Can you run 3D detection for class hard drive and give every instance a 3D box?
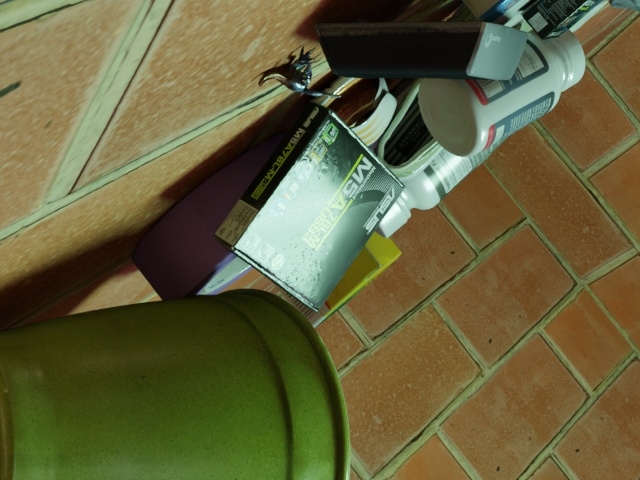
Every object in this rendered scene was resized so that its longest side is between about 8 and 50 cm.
[{"bbox_3d":[0.107,-0.184,0.990,0.172,0.054,0.255,4,-171,18],"label":"hard drive"}]

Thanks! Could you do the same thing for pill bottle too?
[{"bbox_3d":[0.212,-0.179,1.173,0.180,0.108,0.108,-29,172,-23],"label":"pill bottle"},{"bbox_3d":[0.148,-0.146,1.408,0.283,0.161,0.161,-43,175,-3],"label":"pill bottle"}]

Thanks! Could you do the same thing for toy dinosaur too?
[{"bbox_3d":[-0.024,-0.162,0.991,0.090,0.047,0.082,-3,175,-13],"label":"toy dinosaur"}]

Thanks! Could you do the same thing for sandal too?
[{"bbox_3d":[0.051,-0.155,1.250,0.102,0.076,0.265,-39,175,5],"label":"sandal"}]

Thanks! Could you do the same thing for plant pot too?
[{"bbox_3d":[-0.222,0.223,1.063,0.353,0.366,0.366,7,143,-43],"label":"plant pot"}]

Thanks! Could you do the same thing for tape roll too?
[{"bbox_3d":[-0.103,-0.023,1.296,0.275,0.090,0.275,-38,176,-3],"label":"tape roll"}]

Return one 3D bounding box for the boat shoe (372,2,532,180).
[{"bbox_3d":[0.174,-0.197,1.263,0.302,0.109,0.094,-56,-179,7],"label":"boat shoe"}]

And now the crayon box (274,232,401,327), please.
[{"bbox_3d":[0.000,0.000,1.582,0.081,0.202,0.318,-36,175,-27],"label":"crayon box"}]

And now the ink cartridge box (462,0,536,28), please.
[{"bbox_3d":[0.213,-0.298,1.050,0.148,0.086,0.203,-39,176,19],"label":"ink cartridge box"}]

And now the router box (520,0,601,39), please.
[{"bbox_3d":[0.270,-0.259,1.084,0.092,0.038,0.122,-41,176,25],"label":"router box"}]

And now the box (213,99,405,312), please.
[{"bbox_3d":[-0.007,-0.034,1.164,0.190,0.045,0.184,-54,137,-5],"label":"box"}]

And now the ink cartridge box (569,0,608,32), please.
[{"bbox_3d":[0.305,-0.312,1.544,0.219,0.092,0.160,-42,174,39],"label":"ink cartridge box"}]

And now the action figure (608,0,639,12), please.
[{"bbox_3d":[0.507,-0.414,1.177,0.370,0.275,0.248,-24,168,-4],"label":"action figure"}]
